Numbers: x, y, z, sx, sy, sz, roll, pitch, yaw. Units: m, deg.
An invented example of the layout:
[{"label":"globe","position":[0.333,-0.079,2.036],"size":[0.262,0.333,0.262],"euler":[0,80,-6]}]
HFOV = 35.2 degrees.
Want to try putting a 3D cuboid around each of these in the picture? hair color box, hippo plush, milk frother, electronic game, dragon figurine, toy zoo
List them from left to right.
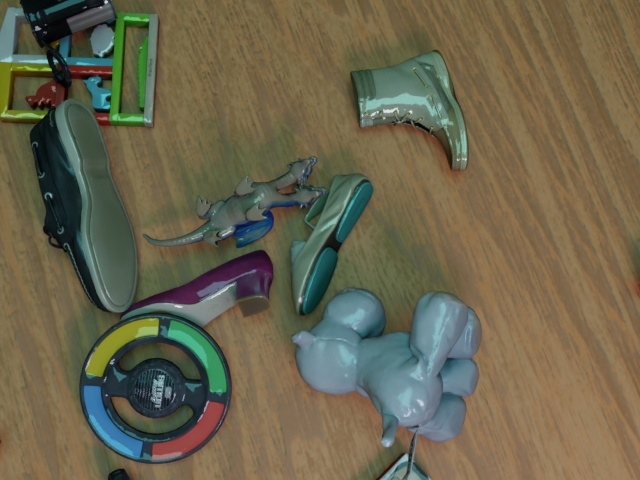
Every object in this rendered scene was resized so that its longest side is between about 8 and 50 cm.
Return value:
[{"label":"toy zoo","position":[-0.416,-0.284,1.651],"size":[0.293,0.030,0.192],"euler":[1,78,-3]},{"label":"milk frother","position":[-0.387,-0.336,1.609],"size":[0.134,0.129,0.143],"euler":[-23,123,-7]},{"label":"electronic game","position":[-0.249,0.223,1.525],"size":[0.229,0.048,0.229],"euler":[0,91,-2]},{"label":"dragon figurine","position":[-0.126,-0.041,1.586],"size":[0.289,0.144,0.085],"euler":[-29,81,17]},{"label":"hippo plush","position":[0.089,0.199,1.520],"size":[0.236,0.234,0.294],"euler":[13,59,30]},{"label":"hair color box","position":[0.102,0.397,1.531],"size":[0.141,0.043,0.072],"euler":[-44,83,-11]}]

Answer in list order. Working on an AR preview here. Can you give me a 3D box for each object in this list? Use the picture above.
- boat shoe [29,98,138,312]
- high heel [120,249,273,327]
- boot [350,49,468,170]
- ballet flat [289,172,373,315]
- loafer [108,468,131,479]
[{"label":"boat shoe","position":[-0.380,-0.043,1.565],"size":[0.113,0.127,0.340],"euler":[-19,87,23]},{"label":"high heel","position":[-0.193,0.078,1.582],"size":[0.244,0.082,0.117],"euler":[-15,40,10]},{"label":"boot","position":[0.144,-0.197,1.643],"size":[0.165,0.077,0.213],"euler":[-13,74,-7]},{"label":"ballet flat","position":[0.000,0.000,1.600],"size":[0.086,0.086,0.248],"euler":[28,76,3]},{"label":"loafer","position":[-0.236,0.427,1.492],"size":[0.078,0.076,0.223],"euler":[-33,87,-15]}]
